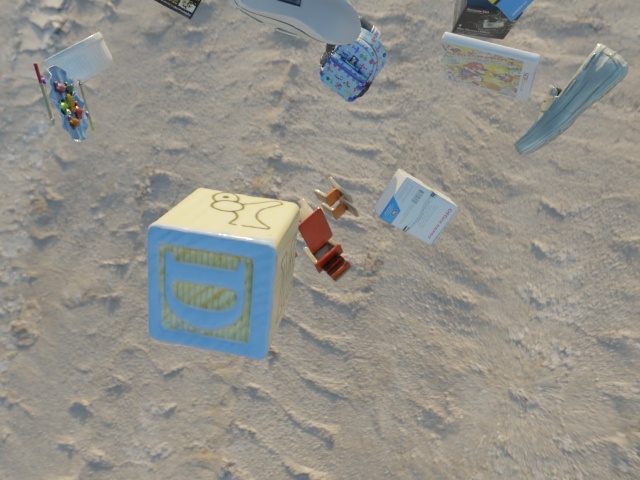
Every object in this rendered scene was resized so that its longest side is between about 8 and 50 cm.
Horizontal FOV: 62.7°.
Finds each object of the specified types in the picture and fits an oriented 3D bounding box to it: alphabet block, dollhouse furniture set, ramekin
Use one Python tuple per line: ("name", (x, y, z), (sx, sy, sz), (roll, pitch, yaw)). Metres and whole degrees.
("alphabet block", (-0.147, 0.043, 0.836), (0.192, 0.197, 0.194), (11, 112, 5))
("dollhouse furniture set", (0.000, 0.000, 1.475), (0.262, 0.259, 0.135), (-42, 59, -8))
("ramekin", (-0.799, -0.601, 1.762), (0.207, 0.109, 0.207), (-21, 30, 13))

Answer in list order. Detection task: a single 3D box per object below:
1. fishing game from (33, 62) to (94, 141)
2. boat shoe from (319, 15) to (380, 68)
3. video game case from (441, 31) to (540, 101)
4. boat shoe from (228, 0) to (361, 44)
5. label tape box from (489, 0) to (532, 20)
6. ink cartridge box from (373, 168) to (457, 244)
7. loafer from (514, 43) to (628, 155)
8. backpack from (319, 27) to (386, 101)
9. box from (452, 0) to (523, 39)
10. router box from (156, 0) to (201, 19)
("fishing game", (-0.600, -0.330, 1.269), (0.041, 0.264, 0.189), (-13, 96, -2))
("boat shoe", (0.064, -0.625, 1.668), (0.108, 0.102, 0.301), (-59, 24, -14))
("video game case", (0.414, -0.425, 1.301), (0.226, 0.206, 0.026), (22, 86, 18))
("boat shoe", (-0.051, -0.442, 1.020), (0.088, 0.267, 0.096), (22, 107, 63))
("label tape box", (0.328, -0.568, 0.903), (0.240, 0.333, 0.106), (-42, 58, 30))
("ink cartridge box", (0.271, -0.094, 1.503), (0.140, 0.190, 0.082), (-57, 23, 17))
("loafer", (0.615, -0.348, 1.337), (0.319, 0.112, 0.111), (-46, 76, 27))
("backpack", (0.099, -0.514, 1.524), (0.158, 0.173, 0.117), (41, 48, -5))
("box", (0.462, -0.642, 1.457), (0.155, 0.158, 0.093), (8, 86, 1))
("router box", (-0.383, -0.674, 1.355), (0.133, 0.178, 0.046), (-50, 53, 23))
